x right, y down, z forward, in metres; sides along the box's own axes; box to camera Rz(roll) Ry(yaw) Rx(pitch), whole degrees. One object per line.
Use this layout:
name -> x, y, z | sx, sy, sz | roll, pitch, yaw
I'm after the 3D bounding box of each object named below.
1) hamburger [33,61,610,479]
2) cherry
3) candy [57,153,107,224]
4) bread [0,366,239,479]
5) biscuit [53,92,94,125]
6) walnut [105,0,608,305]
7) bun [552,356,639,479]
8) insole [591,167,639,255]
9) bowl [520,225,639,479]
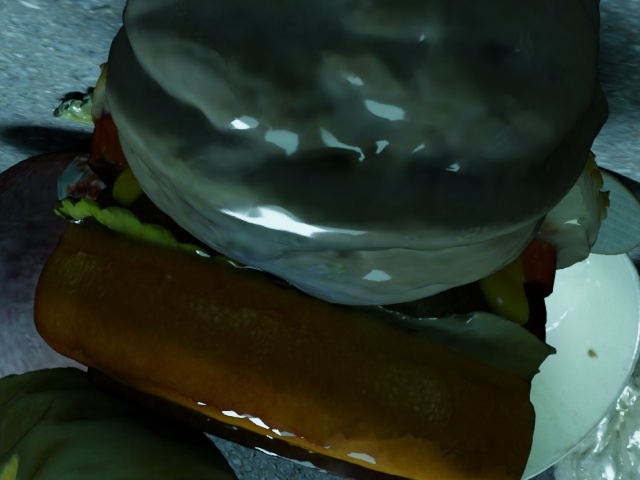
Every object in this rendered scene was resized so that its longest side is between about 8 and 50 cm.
hamburger -> 0.000, 0.000, 0.939 | 0.330, 0.250, 0.330 | 20, 177, 1
cherry -> -0.199, 0.039, 1.416 | 0.307, 0.261, 0.221 | -24, 165, 13
candy -> -0.060, -0.049, 1.161 | 0.292, 0.086, 0.059 | 0, 152, 16
bread -> -0.123, 0.155, 0.924 | 0.152, 0.130, 0.267 | 31, 174, -20
biscuit -> -0.099, -0.088, 1.244 | 0.203, 0.016, 0.144 | 14, 170, -22
walnut -> 0.020, -0.072, 0.684 | 0.224, 0.224, 0.224 | 11, 170, 2
bun -> 0.336, 0.129, 1.448 | 0.281, 0.205, 0.281 | -25, 180, 0
insole -> 0.171, -0.033, 1.138 | 0.188, 0.064, 0.004 | 22, -162, -29
bowl -> 0.108, 0.060, 1.257 | 0.277, 0.277, 0.145 | 16, -155, -27
